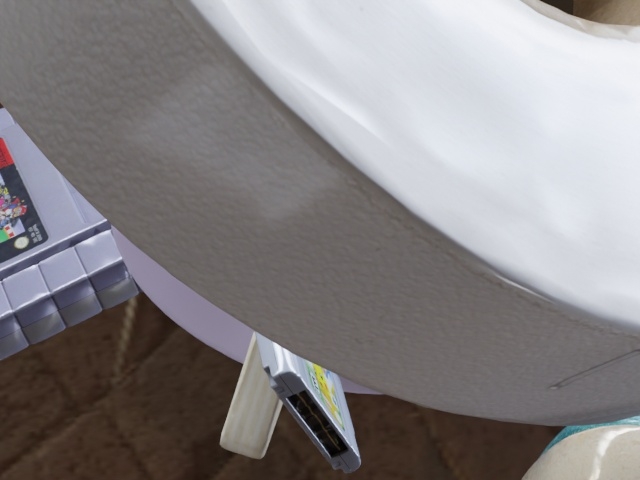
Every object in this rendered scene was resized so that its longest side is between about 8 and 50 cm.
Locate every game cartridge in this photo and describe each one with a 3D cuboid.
[{"bbox_3d":[-0.007,0.061,0.727,0.017,0.056,0.083,-26,136,6],"label":"game cartridge"},{"bbox_3d":[-0.269,-0.040,1.617,0.230,0.355,0.068,-23,127,-10],"label":"game cartridge"}]

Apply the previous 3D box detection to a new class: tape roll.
[{"bbox_3d":[0.037,-0.136,0.506,0.392,0.072,0.392,22,53,-34],"label":"tape roll"}]

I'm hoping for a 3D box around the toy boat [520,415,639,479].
[{"bbox_3d":[0.265,0.127,0.916,0.268,0.318,0.148,18,48,-7],"label":"toy boat"}]

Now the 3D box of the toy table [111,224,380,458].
[{"bbox_3d":[0.000,0.000,0.980,0.274,0.161,0.252,6,89,2],"label":"toy table"}]
